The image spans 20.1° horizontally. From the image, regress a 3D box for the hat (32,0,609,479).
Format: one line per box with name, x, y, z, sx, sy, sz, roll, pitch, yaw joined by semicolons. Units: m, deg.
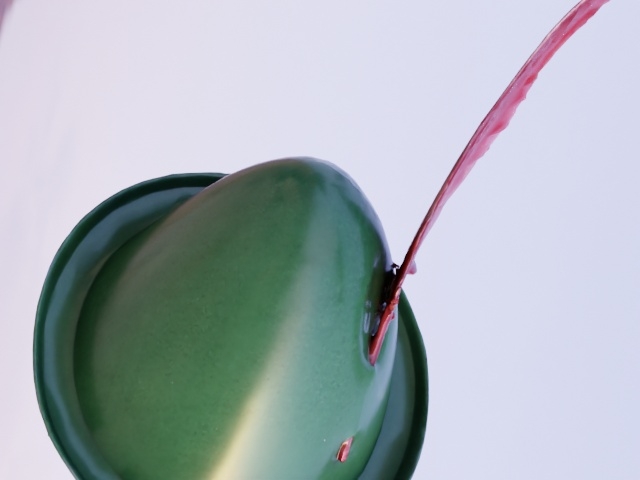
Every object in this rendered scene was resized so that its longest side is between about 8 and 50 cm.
hat;0.000;0.000;0.683;0.183;0.173;0.208;129;-23;-54
